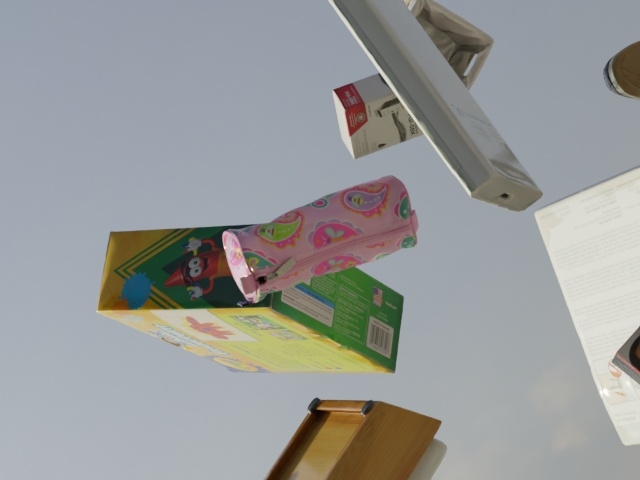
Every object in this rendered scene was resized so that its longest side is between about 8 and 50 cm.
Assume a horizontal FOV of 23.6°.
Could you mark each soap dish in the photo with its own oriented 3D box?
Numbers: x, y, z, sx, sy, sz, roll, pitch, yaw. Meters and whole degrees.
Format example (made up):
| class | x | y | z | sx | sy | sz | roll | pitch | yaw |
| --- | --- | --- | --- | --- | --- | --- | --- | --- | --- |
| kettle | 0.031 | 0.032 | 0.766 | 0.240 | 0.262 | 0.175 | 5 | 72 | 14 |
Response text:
| class | x | y | z | sx | sy | sz | roll | pitch | yaw |
| --- | --- | --- | --- | --- | --- | --- | --- | --- | --- |
| soap dish | 0.024 | 0.311 | 1.987 | 0.229 | 0.118 | 0.291 | -55 | 12 | -16 |

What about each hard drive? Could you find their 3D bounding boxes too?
| class | x | y | z | sx | sy | sz | roll | pitch | yaw |
| --- | --- | --- | --- | --- | --- | --- | --- | --- | --- |
| hard drive | 0.116 | -0.169 | 1.650 | 0.040 | 0.307 | 0.203 | -39 | -17 | 15 |

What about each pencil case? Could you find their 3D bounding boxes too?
| class | x | y | z | sx | sy | sz | roll | pitch | yaw |
| --- | --- | --- | --- | --- | --- | --- | --- | --- | --- |
| pencil case | 0.000 | 0.000 | 2.229 | 0.284 | 0.124 | 0.124 | -19 | -35 | -14 |

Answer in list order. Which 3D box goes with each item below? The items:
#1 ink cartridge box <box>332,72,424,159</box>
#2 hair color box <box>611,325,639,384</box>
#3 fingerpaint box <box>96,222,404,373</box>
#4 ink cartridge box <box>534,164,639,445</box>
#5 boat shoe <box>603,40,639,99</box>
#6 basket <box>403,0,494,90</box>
| class | x | y | z | sx | sy | sz | roll | pitch | yaw |
| --- | --- | --- | --- | --- | --- | --- | --- | --- | --- |
| ink cartridge box | 0.095 | -0.189 | 2.217 | 0.135 | 0.056 | 0.099 | -21 | -45 | -7 |
| hair color box | 0.413 | 0.109 | 1.785 | 0.141 | 0.072 | 0.043 | -47 | -14 | -13 |
| fingerpaint box | -0.117 | 0.111 | 2.760 | 0.445 | 0.371 | 0.163 | 31 | -119 | -53 |
| ink cartridge box | 0.486 | 0.088 | 2.200 | 0.091 | 0.385 | 0.308 | -19 | -3 | -29 |
| boat shoe | 0.530 | -0.259 | 2.334 | 0.285 | 0.103 | 0.092 | -18 | -3 | -34 |
| basket | 0.190 | -0.337 | 2.614 | 0.167 | 0.103 | 0.113 | 28 | -89 | -24 |
